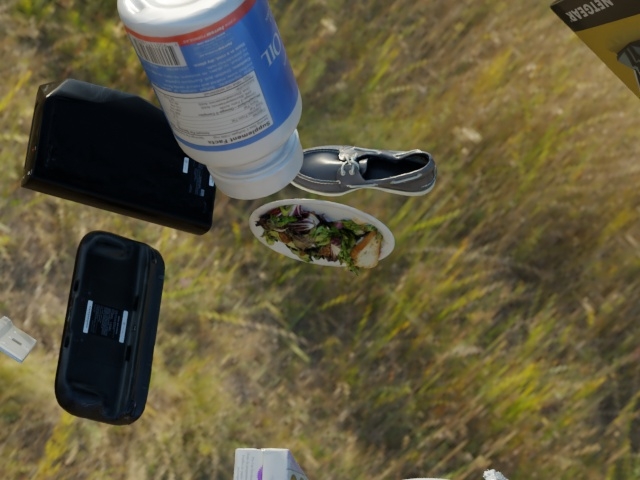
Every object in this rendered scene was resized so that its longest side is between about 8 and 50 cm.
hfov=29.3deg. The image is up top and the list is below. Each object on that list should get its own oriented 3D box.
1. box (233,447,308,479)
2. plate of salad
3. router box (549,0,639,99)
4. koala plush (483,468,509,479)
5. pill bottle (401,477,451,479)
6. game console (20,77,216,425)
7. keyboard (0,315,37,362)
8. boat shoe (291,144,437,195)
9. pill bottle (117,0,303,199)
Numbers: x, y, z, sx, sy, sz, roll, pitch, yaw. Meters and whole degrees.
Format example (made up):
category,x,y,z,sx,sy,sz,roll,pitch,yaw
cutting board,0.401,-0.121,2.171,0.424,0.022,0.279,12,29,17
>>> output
category,x,y,z,sx,sy,sz,roll,pitch,yaw
box,-0.044,0.319,1.473,0.063,0.324,0.067,0,66,8
plate of salad,0.000,0.000,1.654,0.200,0.200,0.048,21,63,-24
router box,0.371,-0.180,1.085,0.243,0.309,0.081,43,80,-9
koala plush,0.333,0.478,1.957,0.196,0.203,0.221,21,41,-2
pill bottle,0.145,0.498,1.758,0.160,0.160,0.283,10,61,-34
game console,-0.224,0.011,1.303,0.213,0.044,0.361,17,68,-29
keyboard,-0.483,0.154,1.909,0.072,0.014,0.256,40,-3,-7
boat shoe,0.054,-0.103,1.636,0.206,0.065,0.075,4,67,1
pill bottle,-0.087,-0.145,1.096,0.221,0.124,0.124,69,10,-46
